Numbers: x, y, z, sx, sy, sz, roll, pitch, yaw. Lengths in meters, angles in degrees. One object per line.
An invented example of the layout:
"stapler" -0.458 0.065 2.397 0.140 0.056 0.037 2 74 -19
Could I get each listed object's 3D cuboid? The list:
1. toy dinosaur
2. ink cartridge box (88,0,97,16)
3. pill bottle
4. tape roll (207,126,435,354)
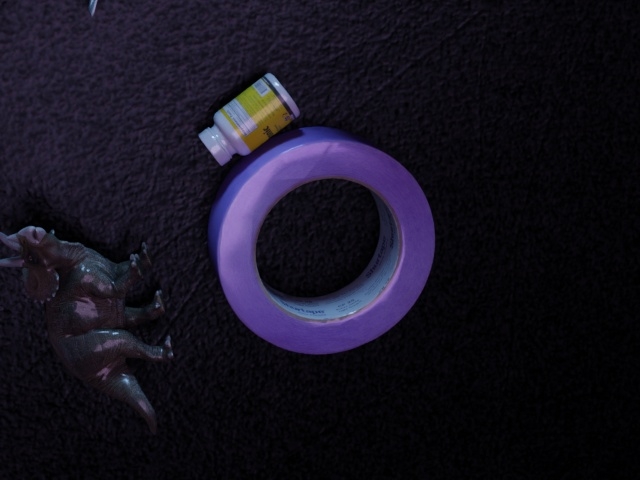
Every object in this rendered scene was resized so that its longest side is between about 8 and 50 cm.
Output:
"toy dinosaur" -0.273 0.093 1.421 0.160 0.121 0.313 -15 114 3
"ink cartridge box" -0.206 -0.333 1.298 0.062 0.104 0.181 15 103 -17
"pill bottle" -0.088 -0.143 1.406 0.116 0.065 0.065 -37 111 0
"tape roll" 0.000 0.000 1.458 0.275 0.090 0.274 -4 108 -13
